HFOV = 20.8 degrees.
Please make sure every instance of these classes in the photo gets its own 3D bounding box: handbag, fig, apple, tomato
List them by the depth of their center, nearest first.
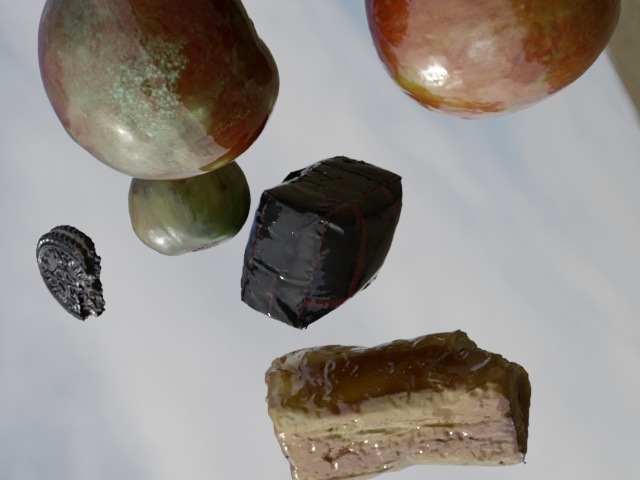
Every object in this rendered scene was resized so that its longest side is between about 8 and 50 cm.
[{"bbox_3d":[-0.181,-0.184,1.833,0.270,0.222,0.270,48,173,8],"label":"tomato"},{"bbox_3d":[0.195,-0.272,1.849,0.301,0.301,0.301,57,-168,-20],"label":"apple"},{"bbox_3d":[-0.180,-0.103,2.072,0.245,0.149,0.149,68,-168,7],"label":"fig"},{"bbox_3d":[0.000,0.000,2.132,0.155,0.169,0.215,22,-154,23],"label":"handbag"}]

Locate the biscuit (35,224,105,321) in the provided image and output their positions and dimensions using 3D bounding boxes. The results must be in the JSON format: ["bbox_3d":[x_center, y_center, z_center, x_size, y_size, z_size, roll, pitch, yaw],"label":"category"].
[{"bbox_3d":[-0.213,0.029,1.512,0.027,0.087,0.089,-36,-79,-35],"label":"biscuit"}]

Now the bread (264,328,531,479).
[{"bbox_3d":[0.101,0.213,2.257,0.149,0.344,0.195,-84,-18,-47],"label":"bread"}]
